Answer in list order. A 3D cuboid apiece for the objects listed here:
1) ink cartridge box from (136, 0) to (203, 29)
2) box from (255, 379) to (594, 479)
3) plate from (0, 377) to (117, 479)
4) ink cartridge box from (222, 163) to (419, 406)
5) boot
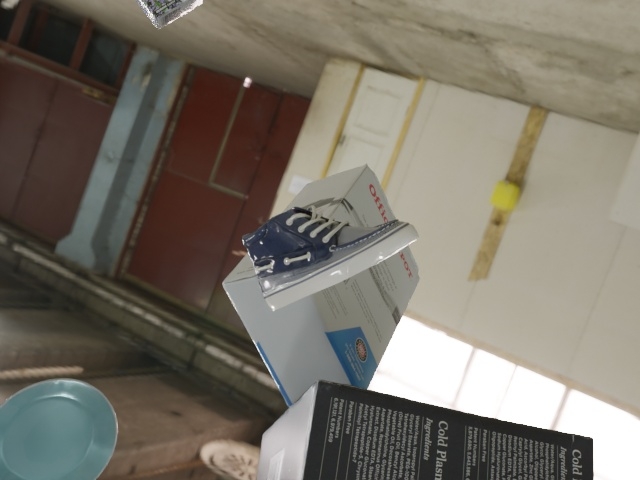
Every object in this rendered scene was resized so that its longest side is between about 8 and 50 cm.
[{"bbox_3d":[-0.186,-0.295,0.829,0.115,0.063,0.029,52,164,4],"label":"ink cartridge box"},{"bbox_3d":[0.094,0.315,0.893,0.312,0.179,0.343,13,155,-8],"label":"box"},{"bbox_3d":[-0.380,0.280,1.065,0.188,0.188,0.024,19,180,-34],"label":"plate"},{"bbox_3d":[0.017,0.060,1.125,0.129,0.223,0.307,-14,-157,31],"label":"ink cartridge box"},{"bbox_3d":[0.000,0.000,0.726,0.190,0.086,0.069,-27,179,36],"label":"boot"}]
